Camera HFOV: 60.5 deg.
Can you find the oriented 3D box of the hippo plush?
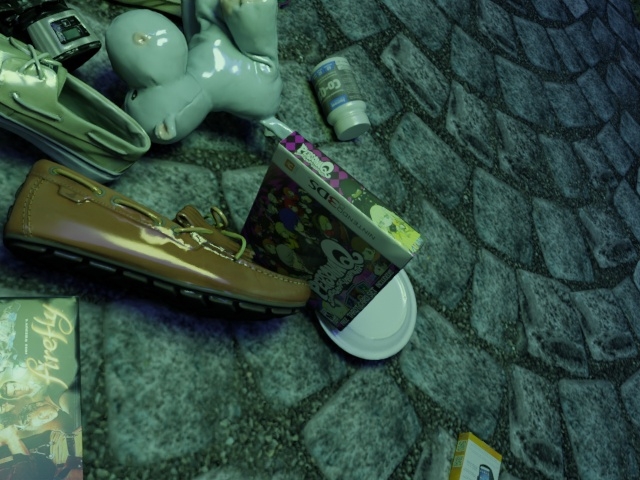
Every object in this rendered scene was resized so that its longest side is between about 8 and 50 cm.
[{"bbox_3d":[-0.192,-0.245,0.801,0.236,0.234,0.294,-29,129,-24],"label":"hippo plush"}]

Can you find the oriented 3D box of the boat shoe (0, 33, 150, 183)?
[{"bbox_3d":[-0.331,-0.177,0.632,0.302,0.094,0.109,37,33,-48],"label":"boat shoe"}]

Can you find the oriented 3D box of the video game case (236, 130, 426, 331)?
[{"bbox_3d":[0.000,0.000,0.735,0.210,0.232,0.042,41,53,5],"label":"video game case"}]

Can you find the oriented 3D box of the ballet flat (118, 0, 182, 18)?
[{"bbox_3d":[-0.237,-0.410,0.890,0.248,0.086,0.086,-6,72,-38],"label":"ballet flat"}]

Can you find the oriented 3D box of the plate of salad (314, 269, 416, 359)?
[{"bbox_3d":[0.069,0.094,0.887,0.199,0.048,0.200,13,62,-26],"label":"plate of salad"}]

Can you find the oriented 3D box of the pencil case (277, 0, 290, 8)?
[{"bbox_3d":[-0.057,-0.524,1.085,0.070,0.064,0.152,28,54,-2],"label":"pencil case"}]

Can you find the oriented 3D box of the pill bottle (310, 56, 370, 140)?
[{"bbox_3d":[0.039,-0.261,1.017,0.078,0.078,0.137,-11,75,-39],"label":"pill bottle"}]

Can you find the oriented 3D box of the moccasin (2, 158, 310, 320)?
[{"bbox_3d":[-0.184,0.007,0.704,0.380,0.139,0.147,20,67,-16],"label":"moccasin"}]

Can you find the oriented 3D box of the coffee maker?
[{"bbox_3d":[-0.381,-0.298,0.704,0.120,0.171,0.178,-34,111,-21],"label":"coffee maker"}]

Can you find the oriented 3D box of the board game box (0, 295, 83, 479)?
[{"bbox_3d":[-0.335,0.179,0.561,0.165,0.042,0.243,3,67,-34],"label":"board game box"}]

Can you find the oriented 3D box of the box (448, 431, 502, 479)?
[{"bbox_3d":[0.246,0.393,0.886,0.081,0.028,0.136,39,54,-14],"label":"box"}]
